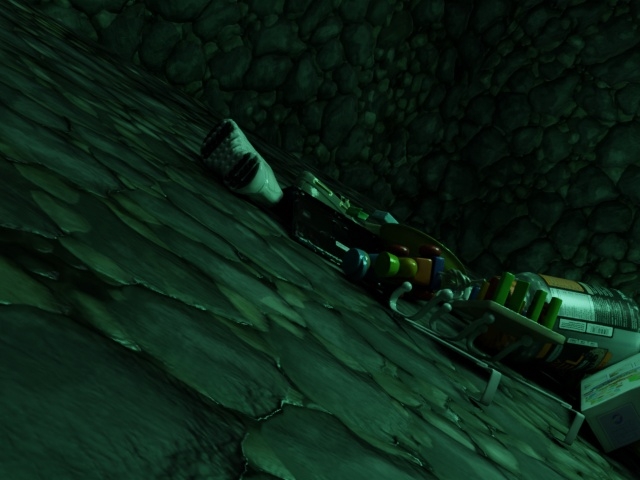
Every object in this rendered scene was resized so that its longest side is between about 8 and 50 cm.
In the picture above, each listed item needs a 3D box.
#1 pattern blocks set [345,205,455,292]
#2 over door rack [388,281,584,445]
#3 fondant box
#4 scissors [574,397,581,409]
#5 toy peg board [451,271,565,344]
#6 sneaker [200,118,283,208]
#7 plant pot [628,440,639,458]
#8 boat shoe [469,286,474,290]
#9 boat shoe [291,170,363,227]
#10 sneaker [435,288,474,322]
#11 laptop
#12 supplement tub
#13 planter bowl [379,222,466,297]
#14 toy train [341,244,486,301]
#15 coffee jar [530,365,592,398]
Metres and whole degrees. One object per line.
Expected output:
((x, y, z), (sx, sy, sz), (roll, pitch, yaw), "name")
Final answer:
((0.192, 0.028, 1.866), (0.325, 0.026, 0.285), (40, -15, -24), "pattern blocks set")
((0.286, 0.188, 1.359), (0.239, 0.108, 0.324), (28, 9, -31), "over door rack")
((0.651, 0.298, 1.598), (0.096, 0.238, 0.330), (63, 17, 9), "fondant box")
((0.681, 0.445, 1.746), (0.109, 0.021, 0.297), (28, 11, -43), "scissors")
((0.355, 0.121, 1.475), (0.161, 0.079, 0.160), (27, -9, -11), "toy peg board")
((-0.170, -0.163, 1.714), (0.118, 0.110, 0.292), (37, 12, -41), "sneaker")
((0.775, 0.431, 1.582), (0.187, 0.212, 0.212), (48, 8, 0), "plant pot")
((0.465, 0.196, 2.133), (0.254, 0.095, 0.079), (27, 17, 16), "boat shoe")
((0.024, -0.075, 1.914), (0.109, 0.091, 0.305), (24, -3, 37), "boat shoe")
((0.336, 0.137, 2.048), (0.095, 0.090, 0.235), (44, 6, -25), "sneaker")
((0.000, 0.000, 1.698), (0.234, 0.136, 0.264), (30, 34, -23), "laptop")
((0.535, 0.188, 1.813), (0.338, 0.207, 0.207), (11, 14, -17), "supplement tub")
((0.199, 0.063, 1.731), (0.217, 0.090, 0.217), (31, -18, 11), "planter bowl")
((0.164, 0.053, 1.471), (0.143, 0.105, 0.248), (13, -8, -37), "toy train")
((0.590, 0.302, 1.957), (0.184, 0.096, 0.079), (33, 5, -2), "coffee jar")
